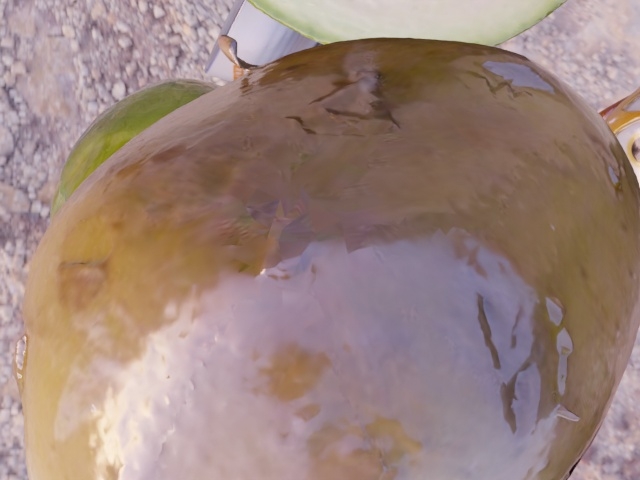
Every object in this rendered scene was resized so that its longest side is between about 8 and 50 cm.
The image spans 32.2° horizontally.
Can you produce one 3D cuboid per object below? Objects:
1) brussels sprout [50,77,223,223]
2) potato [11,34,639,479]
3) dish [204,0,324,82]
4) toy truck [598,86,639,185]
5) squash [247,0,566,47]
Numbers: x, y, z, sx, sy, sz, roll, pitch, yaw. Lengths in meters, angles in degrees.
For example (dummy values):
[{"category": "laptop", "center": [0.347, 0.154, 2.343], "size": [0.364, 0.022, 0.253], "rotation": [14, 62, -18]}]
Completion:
[{"category": "brussels sprout", "center": [-0.158, -0.013, 1.216], "size": [0.268, 0.344, 0.344], "rotation": [17, 110, -10]}, {"category": "potato", "center": [0.000, 0.000, 0.428], "size": [0.299, 0.239, 0.116], "rotation": [-46, 149, -25]}, {"category": "dish", "center": [0.002, -0.261, 1.108], "size": [0.134, 0.273, 0.273], "rotation": [26, 106, -12]}, {"category": "toy truck", "center": [0.463, -0.118, 1.280], "size": [0.288, 0.211, 0.204], "rotation": [-29, 86, -3]}, {"category": "squash", "center": [0.073, -0.281, 0.661], "size": [0.210, 0.309, 0.233], "rotation": [25, 134, -22]}]
